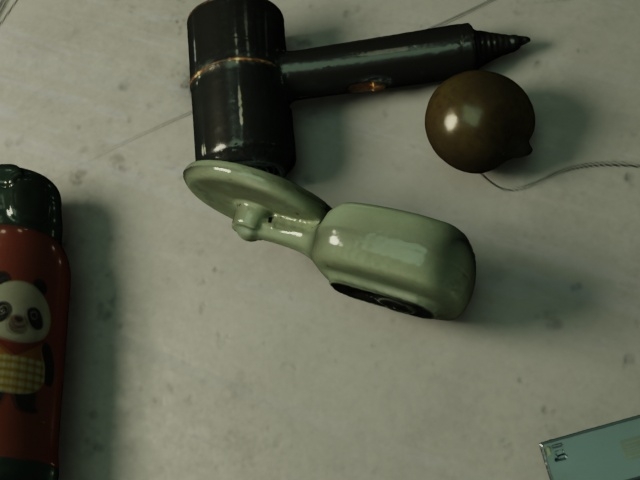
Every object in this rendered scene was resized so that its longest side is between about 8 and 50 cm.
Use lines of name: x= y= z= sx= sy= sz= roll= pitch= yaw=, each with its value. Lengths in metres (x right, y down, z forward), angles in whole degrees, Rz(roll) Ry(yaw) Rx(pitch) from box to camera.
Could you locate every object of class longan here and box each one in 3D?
longan: x=0.158 y=-0.114 z=1.180 sx=0.113 sy=0.092 sz=0.113 roll=3 pitch=57 yaw=-4

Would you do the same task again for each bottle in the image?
bottle: x=-0.325 y=0.088 z=1.206 sx=0.144 sy=0.144 sz=0.336 roll=-7 pitch=67 yaw=13

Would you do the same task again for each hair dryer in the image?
hair dryer: x=0.040 y=-0.162 z=1.233 sx=0.352 sy=0.107 sz=0.189 roll=-7 pitch=70 yaw=7

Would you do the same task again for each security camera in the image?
security camera: x=0.000 y=0.000 z=1.144 sx=0.301 sy=0.157 sz=0.080 roll=17 pitch=77 yaw=18

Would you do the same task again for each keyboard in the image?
keyboard: x=0.287 y=0.182 z=1.073 sx=0.176 sy=0.014 sz=0.055 roll=-18 pitch=67 yaw=8
